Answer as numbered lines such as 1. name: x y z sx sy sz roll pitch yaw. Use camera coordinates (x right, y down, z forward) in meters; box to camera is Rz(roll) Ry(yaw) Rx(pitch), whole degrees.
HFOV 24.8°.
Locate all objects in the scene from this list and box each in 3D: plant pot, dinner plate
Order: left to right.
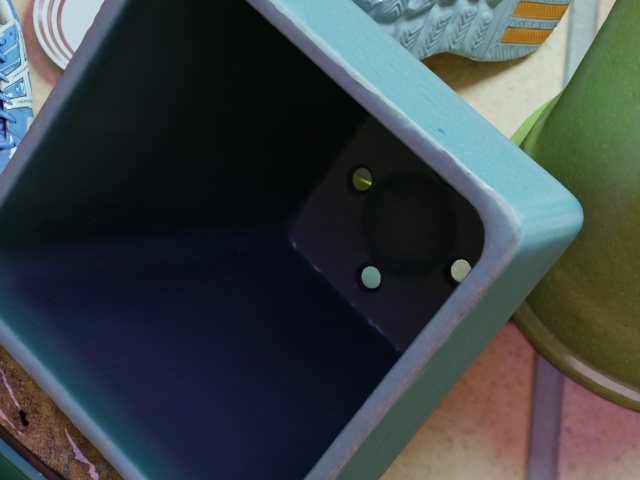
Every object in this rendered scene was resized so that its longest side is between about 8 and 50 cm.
1. dinner plate: -0.137 -0.163 1.059 0.141 0.017 0.141 2 60 -3
2. plant pot: 0.000 0.000 0.822 0.248 0.247 0.252 44 22 19
3. plant pot: 0.252 -0.066 0.888 0.276 0.254 0.276 1 59 -2

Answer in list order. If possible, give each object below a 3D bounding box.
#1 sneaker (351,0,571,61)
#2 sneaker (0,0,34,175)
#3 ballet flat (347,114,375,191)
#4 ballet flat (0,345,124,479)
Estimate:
1. sneaker: 0.024 -0.204 0.991 0.180 0.125 0.321 44 25 30
2. sneaker: -0.233 -0.099 0.978 0.080 0.081 0.211 -10 62 -11
3. ballet flat: 0.021 -0.086 0.988 0.077 0.077 0.231 -29 65 -17
4. ballet flat: -0.201 0.066 0.865 0.348 0.123 0.123 36 63 10
